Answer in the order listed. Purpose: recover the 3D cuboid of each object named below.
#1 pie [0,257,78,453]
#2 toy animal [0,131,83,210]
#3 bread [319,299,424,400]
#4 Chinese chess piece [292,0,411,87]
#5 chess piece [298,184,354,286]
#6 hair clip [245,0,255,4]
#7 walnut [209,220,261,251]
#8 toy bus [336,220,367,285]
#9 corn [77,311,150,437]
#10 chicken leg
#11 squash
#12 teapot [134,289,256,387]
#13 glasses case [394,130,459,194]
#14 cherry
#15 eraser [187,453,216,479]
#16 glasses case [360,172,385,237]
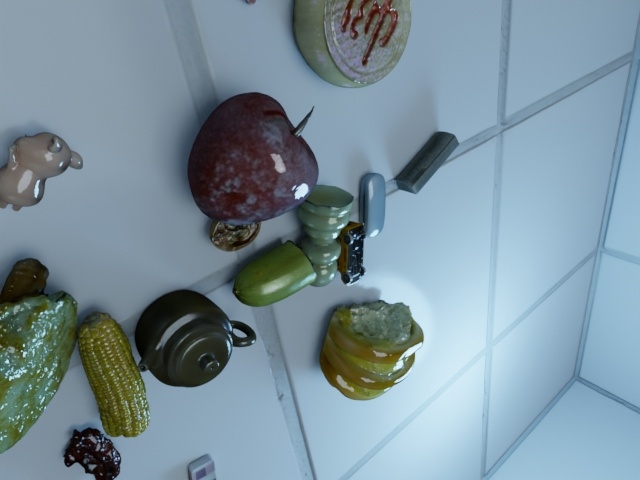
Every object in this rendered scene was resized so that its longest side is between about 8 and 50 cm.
[{"bbox_3d":[-0.479,0.193,0.737,0.275,0.105,0.258,-71,165,-55],"label":"pie"},{"bbox_3d":[-0.437,-0.106,0.725,0.150,0.083,0.089,-45,113,6],"label":"toy animal"},{"bbox_3d":[0.155,0.325,1.354,0.315,0.211,0.271,3,108,-39],"label":"bread"},{"bbox_3d":[0.069,-0.460,0.990,0.269,0.112,0.270,-17,118,-35],"label":"Chinese chess piece"},{"bbox_3d":[0.000,0.000,1.137,0.133,0.133,0.244,-15,125,-36],"label":"chess piece"},{"bbox_3d":[-0.141,-0.510,0.838,0.123,0.102,0.138,-40,163,-18],"label":"hair clip"},{"bbox_3d":[-0.186,-0.028,1.000,0.121,0.052,0.091,-21,123,-31],"label":"walnut"},{"bbox_3d":[0.074,0.033,1.243,0.069,0.074,0.162,-20,120,-42],"label":"toy bus"},{"bbox_3d":[-0.397,0.264,0.913,0.101,0.101,0.292,-22,121,-33],"label":"corn"},{"bbox_3d":[-0.463,0.465,0.983,0.089,0.048,0.219,-29,126,-25],"label":"chicken leg"},{"bbox_3d":[-0.113,0.086,1.072,0.186,0.123,0.123,-28,125,-31],"label":"squash"},{"bbox_3d":[-0.250,0.215,0.971,0.267,0.175,0.186,-6,115,-40],"label":"teapot"},{"bbox_3d":[0.298,-0.221,1.329,0.205,0.070,0.047,-48,129,-14],"label":"glasses case"},{"bbox_3d":[-0.116,-0.154,0.896,0.285,0.213,0.236,-42,105,9],"label":"cherry"},{"bbox_3d":[-0.300,0.601,1.204,0.064,0.026,0.105,-20,121,-37],"label":"eraser"},{"bbox_3d":[0.140,-0.093,1.263,0.067,0.045,0.179,-21,122,-33],"label":"glasses case"}]
